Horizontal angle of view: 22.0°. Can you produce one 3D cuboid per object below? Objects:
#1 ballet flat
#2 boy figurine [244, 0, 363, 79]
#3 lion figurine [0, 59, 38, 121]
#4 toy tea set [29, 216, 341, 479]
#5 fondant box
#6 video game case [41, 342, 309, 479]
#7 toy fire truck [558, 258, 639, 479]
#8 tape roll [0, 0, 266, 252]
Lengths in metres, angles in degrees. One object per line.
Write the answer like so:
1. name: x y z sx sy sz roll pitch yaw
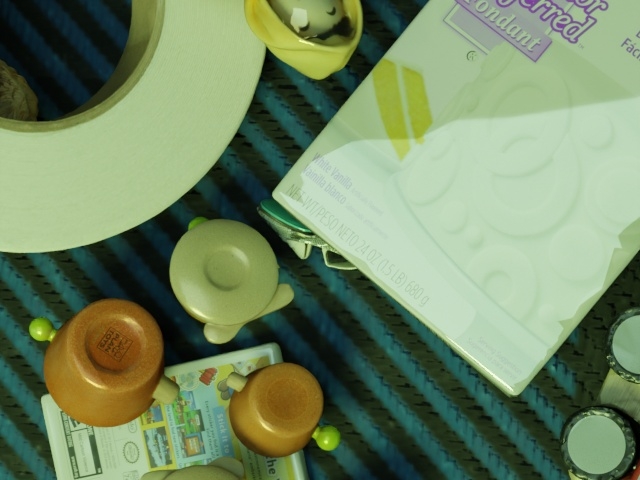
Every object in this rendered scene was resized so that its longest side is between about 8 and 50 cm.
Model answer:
1. ballet flat: 0.000 0.000 1.320 0.114 0.041 0.041 16 93 12
2. boy figurine: -0.057 -0.251 1.233 0.177 0.092 0.285 -26 99 -29
3. lion figurine: -0.405 -0.186 1.342 0.240 0.142 0.392 -30 93 25
4. toy tea set: -0.081 0.159 1.291 0.200 0.124 0.336 -23 80 -19
5. fondant box: 0.159 -0.082 1.241 0.238 0.096 0.330 39 89 10
6. video game case: -0.109 0.215 1.346 0.206 0.026 0.227 -13 86 11
7. toy fire truck: 0.332 0.126 1.209 0.246 0.158 0.217 25 94 21
8. tape roll: -0.228 -0.184 1.245 0.392 0.072 0.392 0 91 -25
